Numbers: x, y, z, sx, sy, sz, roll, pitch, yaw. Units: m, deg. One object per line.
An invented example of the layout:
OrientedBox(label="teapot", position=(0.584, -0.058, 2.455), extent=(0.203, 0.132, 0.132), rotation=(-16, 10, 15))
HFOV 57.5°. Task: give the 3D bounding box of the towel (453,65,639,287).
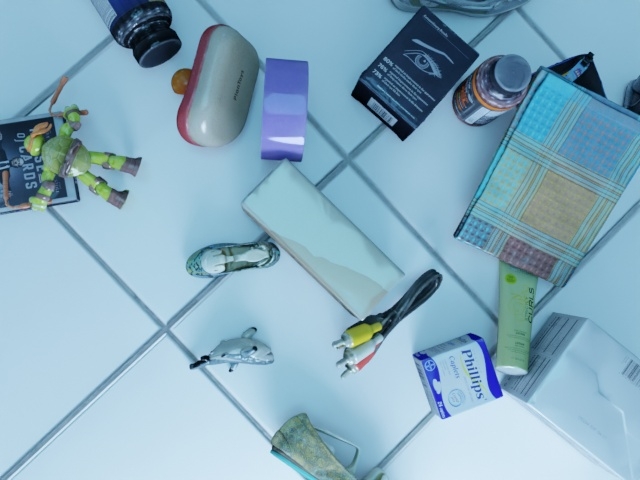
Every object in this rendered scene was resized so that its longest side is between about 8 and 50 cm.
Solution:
OrientedBox(label="towel", position=(0.462, -0.114, 1.150), extent=(0.271, 0.040, 0.370), rotation=(24, 103, -6))

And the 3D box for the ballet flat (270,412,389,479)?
OrientedBox(label="ballet flat", position=(0.061, 0.463, 1.124), extent=(0.348, 0.123, 0.123), rotation=(41, 84, -2))

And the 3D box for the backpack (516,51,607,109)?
OrientedBox(label="backpack", position=(0.482, -0.279, 1.195), extent=(0.173, 0.117, 0.158), rotation=(-21, 89, -4))

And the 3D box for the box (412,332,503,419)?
OrientedBox(label="box", position=(0.274, 0.270, 1.170), extent=(0.137, 0.072, 0.126), rotation=(-19, 90, -7))

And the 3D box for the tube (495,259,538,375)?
OrientedBox(label="tube", position=(0.394, 0.148, 1.182), extent=(0.070, 0.062, 0.240), rotation=(36, 57, -41))

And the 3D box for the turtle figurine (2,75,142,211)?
OrientedBox(label="turtle figurine", position=(-0.452, -0.161, 1.091), extent=(0.217, 0.087, 0.269), rotation=(22, 76, -20))

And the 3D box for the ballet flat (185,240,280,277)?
OrientedBox(label="ballet flat", position=(-0.173, 0.033, 1.142), extent=(0.188, 0.070, 0.070), rotation=(-12, 88, -6))

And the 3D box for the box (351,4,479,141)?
OrientedBox(label="box", position=(0.187, -0.332, 1.173), extent=(0.153, 0.108, 0.207), rotation=(42, 84, -2))

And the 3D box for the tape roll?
OrientedBox(label="tape roll", position=(-0.069, -0.245, 1.103), extent=(0.080, 0.189, 0.189), rotation=(3, 87, -6))

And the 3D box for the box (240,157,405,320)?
OrientedBox(label="box", position=(0.000, 0.000, 1.121), extent=(0.311, 0.148, 0.121), rotation=(44, 85, -1))

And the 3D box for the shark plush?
OrientedBox(label="shark plush", position=(-0.174, 0.234, 1.139), extent=(0.161, 0.073, 0.067), rotation=(-19, 119, -11))

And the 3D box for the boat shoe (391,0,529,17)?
OrientedBox(label="boat shoe", position=(0.303, -0.526, 1.188), extent=(0.320, 0.103, 0.118), rotation=(-1, 100, -4))

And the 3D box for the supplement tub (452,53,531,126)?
OrientedBox(label="supplement tub", position=(0.336, -0.296, 1.141), extent=(0.106, 0.198, 0.106), rotation=(0, 86, -6))

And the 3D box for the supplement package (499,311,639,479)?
OrientedBox(label="supplement package", position=(0.535, 0.303, 1.157), extent=(0.262, 0.145, 0.204), rotation=(38, 85, -3))

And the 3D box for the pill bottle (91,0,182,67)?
OrientedBox(label="pill bottle", position=(-0.363, -0.449, 1.117), extent=(0.123, 0.123, 0.219), rotation=(-32, 91, -6))

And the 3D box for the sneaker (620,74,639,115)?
OrientedBox(label="sneaker", position=(0.752, -0.317, 1.230), extent=(0.268, 0.101, 0.153), rotation=(-44, 94, -4))

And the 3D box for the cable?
OrientedBox(label="cable", position=(0.140, 0.172, 1.150), extent=(0.287, 0.072, 0.139), rotation=(-28, 134, -18))

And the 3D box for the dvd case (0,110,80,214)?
OrientedBox(label="dvd case", position=(-0.602, -0.143, 1.125), extent=(0.239, 0.029, 0.179), rotation=(-11, 89, -6))

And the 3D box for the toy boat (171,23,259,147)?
OrientedBox(label="toy boat", position=(-0.224, -0.298, 1.132), extent=(0.151, 0.151, 0.231), rotation=(12, 85, 25))
